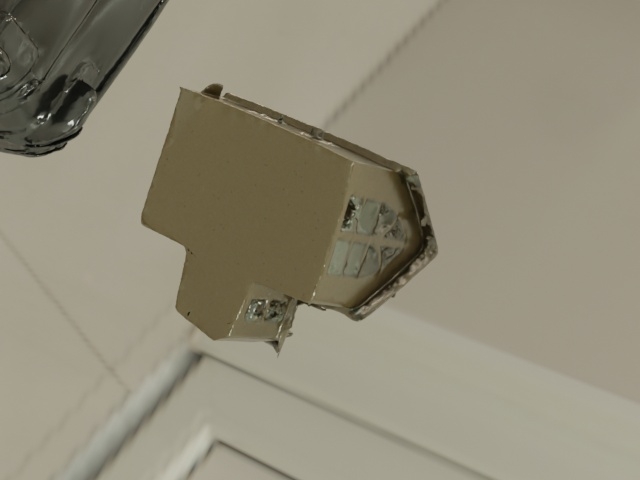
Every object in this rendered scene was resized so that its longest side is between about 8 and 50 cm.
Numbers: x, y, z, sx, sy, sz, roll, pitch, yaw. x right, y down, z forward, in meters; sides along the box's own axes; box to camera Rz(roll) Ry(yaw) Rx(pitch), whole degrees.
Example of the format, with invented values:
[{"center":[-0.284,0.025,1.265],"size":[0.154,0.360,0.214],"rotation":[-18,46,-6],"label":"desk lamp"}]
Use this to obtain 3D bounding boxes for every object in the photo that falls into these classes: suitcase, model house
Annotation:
[{"center":[-0.287,-0.268,1.739],"size":[0.345,0.339,0.188],"rotation":[-60,148,-16],"label":"suitcase"},{"center":[0.000,0.000,1.508],"size":[0.248,0.181,0.176],"rotation":[9,103,-58],"label":"model house"}]
